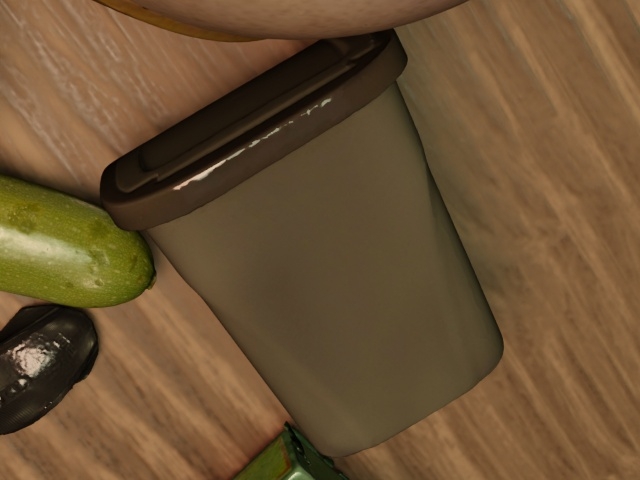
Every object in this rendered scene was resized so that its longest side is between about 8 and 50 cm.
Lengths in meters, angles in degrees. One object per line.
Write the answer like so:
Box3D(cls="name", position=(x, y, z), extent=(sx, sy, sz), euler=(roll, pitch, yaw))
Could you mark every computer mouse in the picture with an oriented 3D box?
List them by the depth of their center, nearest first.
Box3D(cls="computer mouse", position=(-0.235, 0.106, 0.800), extent=(0.135, 0.047, 0.079), euler=(-37, 107, 3))

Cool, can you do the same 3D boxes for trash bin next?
Box3D(cls="trash bin", position=(0.000, 0.000, 0.731), extent=(0.220, 0.219, 0.250), euler=(-30, 114, 1))

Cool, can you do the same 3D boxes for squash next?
Box3D(cls="squash", position=(-0.213, -0.001, 0.757), extent=(0.188, 0.095, 0.095), euler=(12, 102, -18))

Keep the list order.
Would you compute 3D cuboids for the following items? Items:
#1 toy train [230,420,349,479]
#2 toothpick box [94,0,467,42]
Box3D(cls="toy train", position=(0.013, 0.292, 0.821), extent=(0.159, 0.188, 0.272), euler=(-44, 110, 3))
Box3D(cls="toothpick box", position=(-0.038, -0.315, 0.533), extent=(0.409, 0.425, 0.409), euler=(-11, 116, -23))
